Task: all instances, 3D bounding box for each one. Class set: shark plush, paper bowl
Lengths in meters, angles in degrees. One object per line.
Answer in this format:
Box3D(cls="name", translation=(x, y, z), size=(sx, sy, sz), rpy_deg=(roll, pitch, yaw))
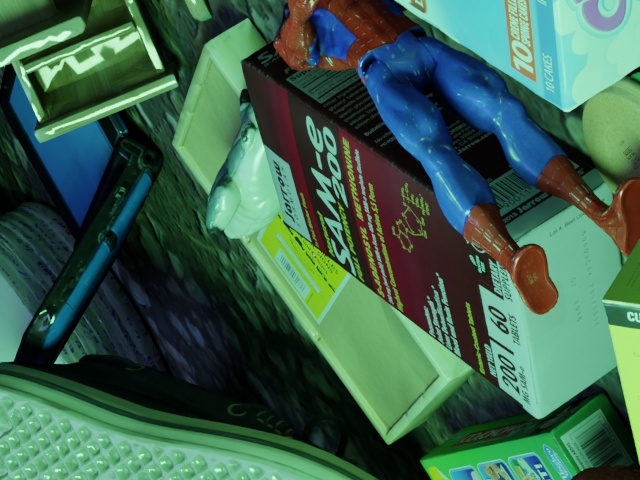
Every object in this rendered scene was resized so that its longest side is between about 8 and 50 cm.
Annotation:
Box3D(cls="shark plush", translation=(-0.043, -0.069, 1.183), size=(0.067, 0.073, 0.161), rpy_deg=(-125, 31, -52))
Box3D(cls="paper bowl", translation=(-0.274, 0.115, 1.904), size=(0.284, 0.148, 0.284), rpy_deg=(48, 158, 27))

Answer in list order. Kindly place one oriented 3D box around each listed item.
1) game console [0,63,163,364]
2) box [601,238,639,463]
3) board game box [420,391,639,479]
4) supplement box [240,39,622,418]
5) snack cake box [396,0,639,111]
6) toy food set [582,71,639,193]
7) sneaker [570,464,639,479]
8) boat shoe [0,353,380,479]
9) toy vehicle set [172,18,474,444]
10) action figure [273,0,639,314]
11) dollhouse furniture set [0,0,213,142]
Box3D(cls="game console", translation=(-0.246, -0.029, 1.618), size=(0.173, 0.250, 0.293), rpy_deg=(30, 159, -3))
Box3D(cls="box", translation=(0.191, 0.094, 0.902), size=(0.058, 0.087, 0.232), rpy_deg=(7, 132, 33))
Box3D(cls="board game box", translation=(0.196, 0.248, 1.184), size=(0.317, 0.046, 0.213), rpy_deg=(58, 158, 0))
Box3D(cls="supplement box", translation=(0.061, -0.021, 1.067), size=(0.239, 0.073, 0.130), rpy_deg=(38, 152, 44))
Box3D(cls="snack cake box", translation=(0.070, -0.202, 0.768), size=(0.152, 0.089, 0.264), rpy_deg=(37, 151, 41))
Box3D(cls="toy food set", translation=(0.152, -0.044, 0.903), size=(0.082, 0.020, 0.083), rpy_deg=(48, 158, 24))
Box3D(cls="sneaker", translation=(0.198, 0.221, 1.032), size=(0.093, 0.088, 0.225), rpy_deg=(-37, 81, 25))
Box3D(cls="boat shoe", translation=(-0.054, 0.202, 1.424), size=(0.500, 0.156, 0.186), rpy_deg=(19, 109, 29))
Box3D(cls="toy vehicle set", translation=(0.000, 0.000, 1.282), size=(0.267, 0.035, 0.166), rpy_deg=(54, 159, 9))
Box3D(cls="action figure", translation=(0.043, -0.102, 0.942), size=(0.280, 0.091, 0.139), rpy_deg=(47, 163, 42))
Box3D(cls="dollhouse furniture set", translation=(-0.172, -0.132, 1.252), size=(0.242, 0.212, 0.161), rpy_deg=(-101, -11, -71))
